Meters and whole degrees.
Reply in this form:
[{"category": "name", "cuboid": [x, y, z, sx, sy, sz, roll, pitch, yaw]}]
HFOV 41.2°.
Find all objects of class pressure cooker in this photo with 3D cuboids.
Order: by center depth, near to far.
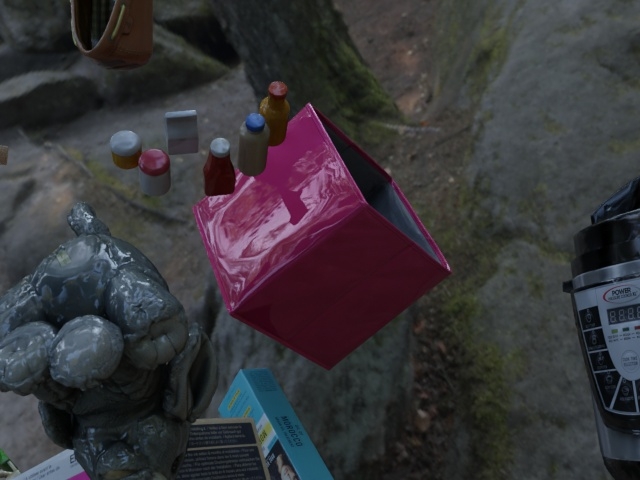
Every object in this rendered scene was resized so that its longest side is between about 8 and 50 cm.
[{"category": "pressure cooker", "cuboid": [0.514, 0.093, 1.097, 0.370, 0.375, 0.420, -7, 80, 9]}]

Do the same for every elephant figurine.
[{"category": "elephant figurine", "cuboid": [-0.158, 0.128, 0.675, 0.169, 0.239, 0.186, 17, 50, 37]}]

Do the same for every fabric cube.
[{"category": "fabric cube", "cuboid": [0.000, 0.000, 1.330, 0.258, 0.259, 0.254, -41, 46, 14]}]

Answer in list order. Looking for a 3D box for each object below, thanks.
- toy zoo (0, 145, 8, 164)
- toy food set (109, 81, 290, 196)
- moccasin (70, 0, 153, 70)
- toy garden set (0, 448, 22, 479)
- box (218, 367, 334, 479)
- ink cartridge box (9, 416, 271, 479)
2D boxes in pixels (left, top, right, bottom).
[{"category": "toy zoo", "cuboid": [-0.618, -0.139, 1.184, 0.293, 0.030, 0.192, 7, 2, 11]}, {"category": "toy food set", "cuboid": [-0.148, -0.128, 1.075, 0.232, 0.104, 0.111, -6, 61, -12]}, {"category": "moccasin", "cuboid": [-0.340, -0.458, 1.317, 0.139, 0.147, 0.380, 2, 87, 21]}, {"category": "toy garden set", "cuboid": [-0.558, 0.411, 1.495, 0.049, 0.244, 0.204, -41, -11, -23]}, {"category": "box", "cuboid": [-0.072, 0.322, 1.331, 0.244, 0.060, 0.100, 54, 127, 38]}, {"category": "ink cartridge box", "cuboid": [-0.204, 0.266, 0.910, 0.235, 0.193, 0.088, -30, 65, 29]}]
